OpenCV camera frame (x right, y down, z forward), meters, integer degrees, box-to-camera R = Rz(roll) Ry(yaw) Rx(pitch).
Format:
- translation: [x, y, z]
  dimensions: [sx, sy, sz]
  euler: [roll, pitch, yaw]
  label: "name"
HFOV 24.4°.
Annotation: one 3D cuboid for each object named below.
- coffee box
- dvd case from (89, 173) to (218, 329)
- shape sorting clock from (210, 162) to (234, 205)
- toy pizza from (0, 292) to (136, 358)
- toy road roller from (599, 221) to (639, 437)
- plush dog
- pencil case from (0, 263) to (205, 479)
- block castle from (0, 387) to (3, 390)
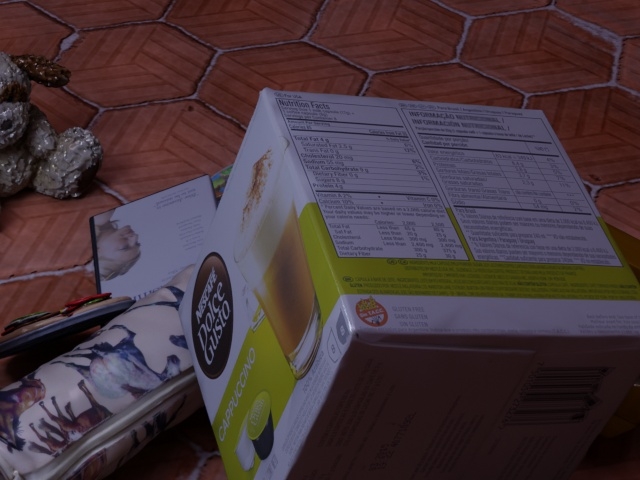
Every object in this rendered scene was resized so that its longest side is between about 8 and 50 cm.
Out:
- translation: [0.082, 0.081, 1.525]
  dimensions: [0.338, 0.337, 0.334]
  euler: [1, 45, -25]
  label: "coffee box"
- translation: [-0.213, 0.019, 1.956]
  dimensions: [0.180, 0.022, 0.253]
  euler: [-20, 39, 2]
  label: "dvd case"
- translation: [-0.076, -0.080, 2.077]
  dimensions: [0.206, 0.040, 0.206]
  euler: [-10, 26, 5]
  label: "shape sorting clock"
- translation: [-0.320, 0.100, 1.781]
  dimensions: [0.201, 0.032, 0.201]
  euler: [-20, -4, -1]
  label: "toy pizza"
- translation: [0.386, 0.102, 1.719]
  dimensions: [0.329, 0.202, 0.240]
  euler: [27, 26, 2]
  label: "toy road roller"
- translation: [-0.459, -0.163, 2.063]
  dimensions: [0.262, 0.225, 0.210]
  euler: [-24, 44, -27]
  label: "plush dog"
- translation: [-0.228, 0.176, 1.674]
  dimensions: [0.410, 0.160, 0.183]
  euler: [-34, 14, -37]
  label: "pencil case"
- translation: [-0.543, 0.188, 1.556]
  dimensions: [0.213, 0.303, 0.453]
  euler: [16, 40, 21]
  label: "block castle"
